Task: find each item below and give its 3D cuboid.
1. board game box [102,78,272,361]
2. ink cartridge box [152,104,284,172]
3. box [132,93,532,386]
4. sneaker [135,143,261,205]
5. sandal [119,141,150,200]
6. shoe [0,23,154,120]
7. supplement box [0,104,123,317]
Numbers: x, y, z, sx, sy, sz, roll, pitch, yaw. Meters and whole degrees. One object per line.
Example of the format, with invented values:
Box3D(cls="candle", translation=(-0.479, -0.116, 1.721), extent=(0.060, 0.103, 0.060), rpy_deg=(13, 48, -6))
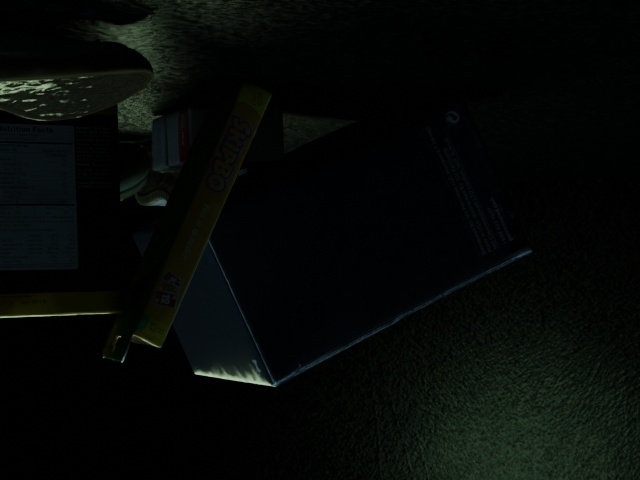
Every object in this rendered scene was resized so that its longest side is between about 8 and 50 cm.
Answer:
Box3D(cls="board game box", translation=(-0.119, -0.012, 1.476), extent=(0.039, 0.259, 0.124), rpy_deg=(28, 172, -13))
Box3D(cls="ink cartridge box", translation=(-0.104, -0.101, 1.696), extent=(0.099, 0.056, 0.135), rpy_deg=(-2, 179, -21))
Box3D(cls="box", translation=(0.000, 0.000, 1.711), extent=(0.294, 0.183, 0.296), rpy_deg=(-28, -173, -18))
Box3D(cls="sneaker", translation=(-0.111, -0.072, 2.028), extent=(0.153, 0.099, 0.282), rpy_deg=(4, -177, -24))
Box3D(cls="sandal", translation=(-0.346, -0.076, 1.973), extent=(0.302, 0.086, 0.120), rpy_deg=(-19, -138, -20))
Box3D(cls="shoe", translation=(-0.197, -0.116, 1.090), extent=(0.076, 0.058, 0.219), rpy_deg=(-30, 165, 40))
Box3D(cls="supplement box", translation=(-0.277, -0.029, 1.516), extent=(0.129, 0.194, 0.191), rpy_deg=(0, 178, -35))
